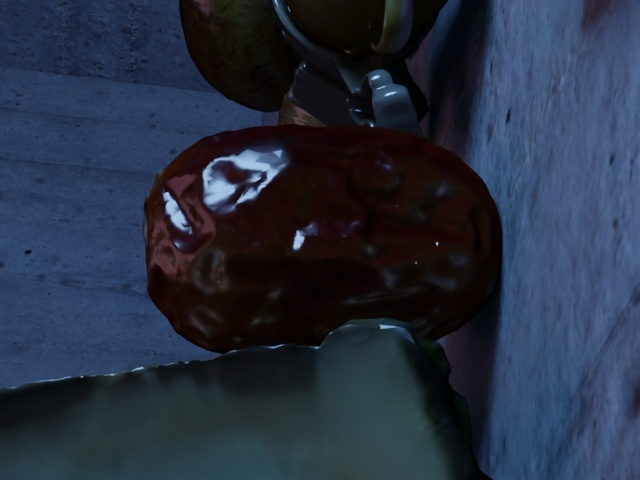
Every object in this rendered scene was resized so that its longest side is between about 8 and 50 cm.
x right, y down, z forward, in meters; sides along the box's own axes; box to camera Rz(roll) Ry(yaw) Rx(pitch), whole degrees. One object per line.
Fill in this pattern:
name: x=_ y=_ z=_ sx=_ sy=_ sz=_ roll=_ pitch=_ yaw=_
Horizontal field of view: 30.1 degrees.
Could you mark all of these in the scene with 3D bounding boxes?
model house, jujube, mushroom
model house: x=-0.054 y=0.315 z=0.792 sx=0.400 sy=0.395 sz=0.445 roll=65 pitch=-168 yaw=-74
jujube: x=0.000 y=0.000 z=0.843 sx=0.174 sy=0.250 sz=0.174 roll=-179 pitch=90 yaw=-84
mushroom: x=-0.019 y=-0.358 z=1.583 sx=0.334 sy=0.356 sz=0.331 roll=43 pitch=-141 yaw=-50

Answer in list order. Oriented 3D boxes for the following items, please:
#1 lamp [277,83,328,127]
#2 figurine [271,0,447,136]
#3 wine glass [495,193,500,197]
lamp: x=0.022 y=-0.120 z=1.242 sx=0.136 sy=0.136 sz=0.136 roll=-174 pitch=90 yaw=-83
figurine: x=0.043 y=-0.220 z=1.015 sx=0.342 sy=0.167 sz=0.285 roll=62 pitch=167 yaw=20
wine glass: x=0.028 y=0.144 z=0.460 sx=0.309 sy=0.096 sz=0.264 roll=-22 pitch=76 yaw=56
